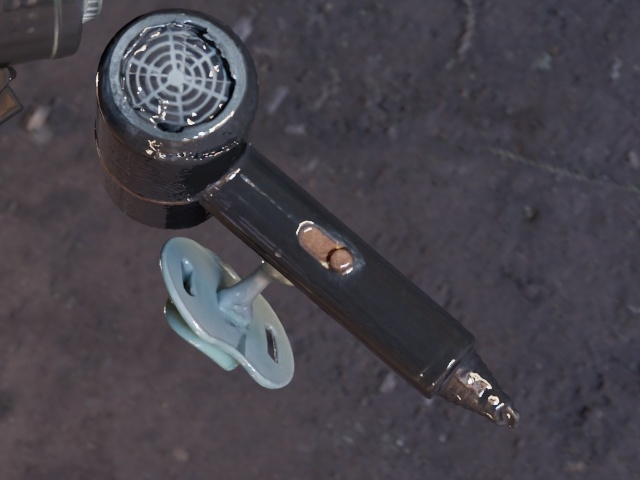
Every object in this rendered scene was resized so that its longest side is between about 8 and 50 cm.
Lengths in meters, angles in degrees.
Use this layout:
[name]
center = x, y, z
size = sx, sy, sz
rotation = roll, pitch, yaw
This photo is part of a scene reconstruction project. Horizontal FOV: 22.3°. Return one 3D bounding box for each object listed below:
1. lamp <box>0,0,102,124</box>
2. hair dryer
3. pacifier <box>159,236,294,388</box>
[lamp]
center = -0.320, -0.247, 1.364
size = 0.272, 0.374, 0.205
rotation = -31, 37, -8
[hair dryer]
center = 0.000, 0.000, 1.056
size = 0.107, 0.352, 0.189
rotation = -50, -4, -14
[pacifier]
center = -0.054, 0.038, 1.239
size = 0.116, 0.150, 0.126
rotation = -38, 28, 19
